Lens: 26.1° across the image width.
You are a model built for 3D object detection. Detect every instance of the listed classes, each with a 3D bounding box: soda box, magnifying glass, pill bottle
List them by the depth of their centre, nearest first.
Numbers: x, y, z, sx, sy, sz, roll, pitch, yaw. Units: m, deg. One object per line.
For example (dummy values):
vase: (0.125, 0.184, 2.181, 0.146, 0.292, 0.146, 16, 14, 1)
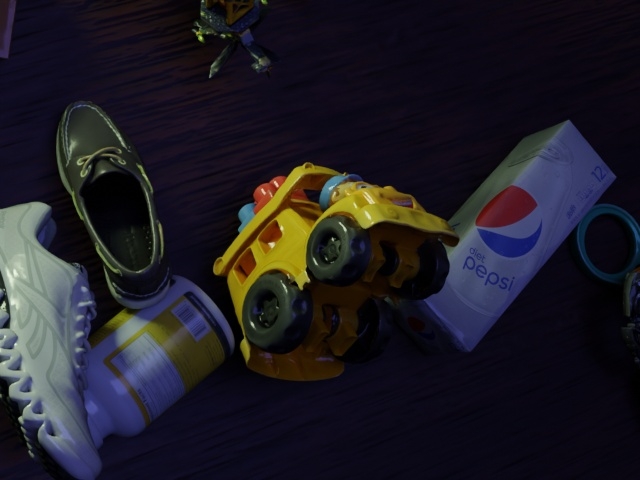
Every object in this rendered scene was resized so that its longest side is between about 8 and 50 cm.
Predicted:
pill bottle: (-0.180, 0.124, 1.330, 0.184, 0.103, 0.103, -39, 100, -24)
soda box: (0.197, -0.003, 1.525, 0.091, 0.098, 0.286, 48, 68, -11)
magnifying glass: (0.388, 0.045, 1.645, 0.231, 0.026, 0.092, 41, 69, -15)

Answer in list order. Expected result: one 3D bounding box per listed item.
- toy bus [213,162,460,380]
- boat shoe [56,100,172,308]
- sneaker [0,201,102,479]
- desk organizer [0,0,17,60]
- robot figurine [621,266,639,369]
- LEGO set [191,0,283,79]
toy bus: (0.000, 0.000, 1.367, 0.149, 0.220, 0.211, 13, 39, -43)
boat shoe: (-0.199, -0.048, 1.326, 0.081, 0.068, 0.227, -19, 67, -14)
sneaker: (-0.249, 0.084, 1.244, 0.118, 0.110, 0.292, -20, 66, -18)
desk organizer: (-0.325, -0.237, 1.346, 0.050, 0.047, 0.130, 11, 78, -25)
robot figurine: (0.450, 0.127, 1.608, 0.211, 0.085, 0.291, -24, 99, -17)
LEGO set: (-0.071, -0.334, 1.437, 0.255, 0.192, 0.331, 34, 64, 14)
